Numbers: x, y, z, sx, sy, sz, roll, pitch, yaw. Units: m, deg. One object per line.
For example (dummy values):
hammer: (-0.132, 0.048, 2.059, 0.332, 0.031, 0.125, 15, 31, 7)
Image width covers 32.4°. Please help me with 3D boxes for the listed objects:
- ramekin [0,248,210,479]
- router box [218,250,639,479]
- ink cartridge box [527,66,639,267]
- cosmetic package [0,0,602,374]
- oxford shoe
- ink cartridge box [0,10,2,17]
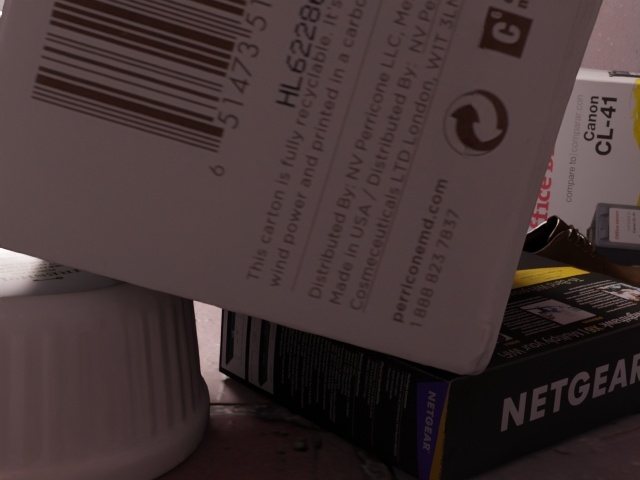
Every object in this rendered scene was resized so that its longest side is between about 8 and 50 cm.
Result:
ramekin: (-0.208, 0.065, 0.755, 0.272, 0.127, 0.273, 4, 14, -1)
router box: (0.113, 0.078, 0.879, 0.308, 0.081, 0.243, -9, 19, -40)
ink cartridge box: (0.376, -0.069, 1.222, 0.306, 0.226, 0.131, 7, 14, 14)
cosmetic package: (-0.021, -0.151, 0.791, 0.327, 0.330, 0.394, 15, 12, -6)
oxford shoe: (0.253, 0.027, 1.086, 0.227, 0.096, 0.083, 4, 13, -8)
ink cartridge box: (-0.529, -0.177, 1.333, 0.309, 0.130, 0.272, -5, 33, 7)
